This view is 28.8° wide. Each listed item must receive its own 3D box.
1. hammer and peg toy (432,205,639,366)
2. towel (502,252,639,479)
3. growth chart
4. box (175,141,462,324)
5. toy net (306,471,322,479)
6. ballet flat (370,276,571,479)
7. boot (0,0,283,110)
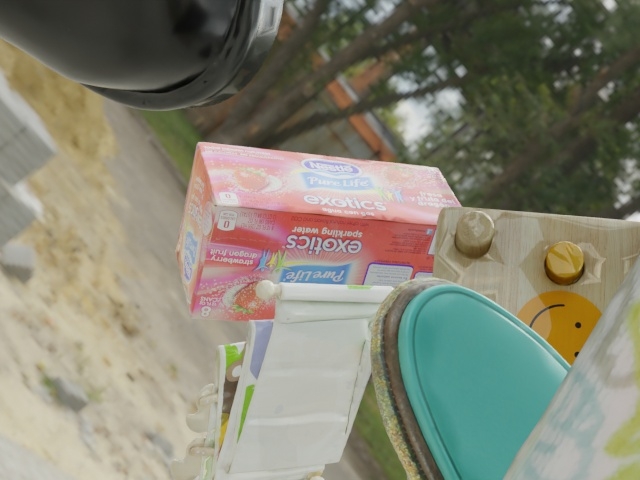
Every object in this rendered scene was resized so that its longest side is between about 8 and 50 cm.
[{"bbox_3d":[0.218,0.148,1.194,0.127,0.266,0.361,76,20,-74],"label":"hammer and peg toy"},{"bbox_3d":[0.196,0.184,0.324,0.374,0.320,0.090,32,-12,6],"label":"towel"},{"bbox_3d":[-0.030,0.133,1.050,0.172,0.237,0.021,9,24,-31],"label":"growth chart"},{"bbox_3d":[0.000,0.000,1.412,0.300,0.154,0.142,4,31,-18],"label":"box"},{"bbox_3d":[-0.017,0.217,1.407,0.045,0.232,0.122,4,12,-16],"label":"toy net"},{"bbox_3d":[0.136,0.169,0.651,0.348,0.123,0.123,44,3,-3],"label":"ballet flat"},{"bbox_3d":[-0.214,-0.156,0.574,0.348,0.131,0.260,30,23,23],"label":"boot"}]
